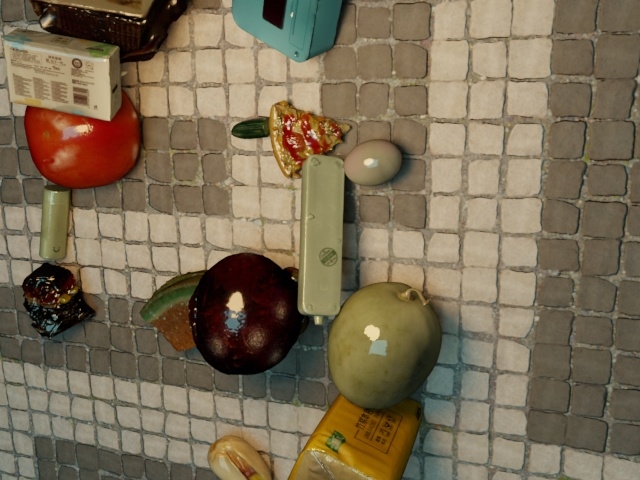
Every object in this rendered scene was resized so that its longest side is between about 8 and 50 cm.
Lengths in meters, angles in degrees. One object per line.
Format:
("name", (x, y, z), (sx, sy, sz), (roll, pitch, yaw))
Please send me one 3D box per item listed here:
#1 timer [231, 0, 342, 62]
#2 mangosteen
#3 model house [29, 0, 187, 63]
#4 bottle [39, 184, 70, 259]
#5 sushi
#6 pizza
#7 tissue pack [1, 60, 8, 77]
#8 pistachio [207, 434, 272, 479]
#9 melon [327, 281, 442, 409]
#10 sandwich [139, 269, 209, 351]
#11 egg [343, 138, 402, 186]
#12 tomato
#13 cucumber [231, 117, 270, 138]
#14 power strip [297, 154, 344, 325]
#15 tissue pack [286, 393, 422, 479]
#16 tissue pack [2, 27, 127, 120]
("timer", (-0.079, -0.542, 1.460), (0.250, 0.091, 0.231), (34, 138, 20))
("mangosteen", (-0.162, 0.176, 1.561), (0.293, 0.297, 0.297), (26, 115, -23))
("model house", (-0.460, -0.565, 1.518), (0.297, 0.282, 0.317), (24, 79, -5))
("bottle", (-0.739, -0.050, 1.857), (0.072, 0.072, 0.201), (17, 109, 16))
("sushi", (-0.754, 0.146, 1.869), (0.172, 0.153, 0.150), (33, 134, 31))
("pizza", (-0.028, -0.243, 1.554), (0.199, 0.062, 0.188), (-10, 102, 21))
("tissue pack", (-0.815, -0.445, 1.811), (0.108, 0.023, 0.056), (43, 113, 7))
("pistachio", (-0.217, 0.616, 1.815), (0.200, 0.117, 0.145), (42, 152, -2))
("melon", (0.139, 0.233, 1.503), (0.272, 0.272, 0.307), (30, 94, 11))
("sandwich", (-0.344, 0.184, 1.750), (0.292, 0.109, 0.212), (-3, 102, 20))
("egg", (0.117, -0.173, 1.494), (0.135, 0.103, 0.103), (-15, 98, 25))
("tomato", (-0.606, -0.270, 1.670), (0.299, 0.226, 0.298), (7, 107, 22))
("cucumber", (-0.168, -0.269, 1.608), (0.105, 0.048, 0.048), (-2, 103, 25))
("power strip", (0.000, 0.000, 1.505), (0.091, 0.062, 0.384), (5, 79, -18))
("tissue pack", (0.069, 0.534, 1.539), (0.228, 0.382, 0.293), (24, 110, 11))
("tissue pack", (-0.566, -0.385, 1.504), (0.230, 0.145, 0.159), (9, 127, -3))
